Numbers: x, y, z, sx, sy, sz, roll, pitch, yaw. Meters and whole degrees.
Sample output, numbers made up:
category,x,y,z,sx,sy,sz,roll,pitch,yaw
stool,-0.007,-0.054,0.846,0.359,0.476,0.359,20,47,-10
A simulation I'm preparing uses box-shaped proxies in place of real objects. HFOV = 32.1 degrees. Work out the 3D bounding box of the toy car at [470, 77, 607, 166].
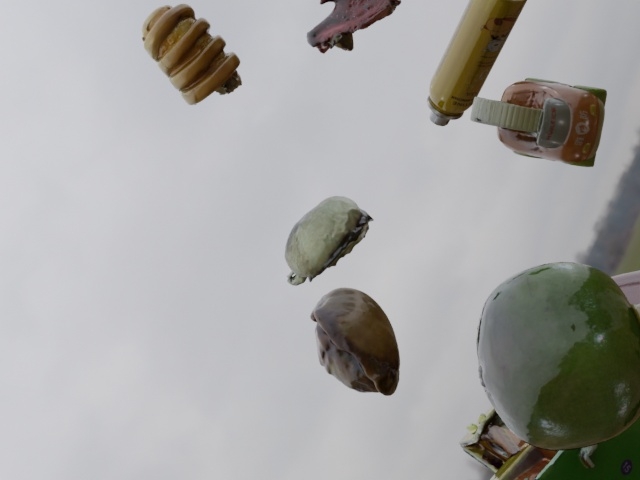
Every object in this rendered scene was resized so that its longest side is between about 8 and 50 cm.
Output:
category,x,y,z,sx,sy,sz,roll,pitch,yaw
toy car,0.379,-0.218,2.000,0.235,0.235,0.145,-22,-59,-70

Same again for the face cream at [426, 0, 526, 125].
category,x,y,z,sx,sy,sz,roll,pitch,yaw
face cream,0.305,-0.376,2.273,0.105,0.105,0.349,-49,-12,-47

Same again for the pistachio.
category,x,y,z,sx,sy,sz,roll,pitch,yaw
pistachio,0.055,0.164,1.740,0.165,0.210,0.130,16,-60,-41

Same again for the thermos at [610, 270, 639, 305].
category,x,y,z,sx,sy,sz,roll,pitch,yaw
thermos,0.558,0.134,2.177,0.176,0.265,0.146,36,-121,-33

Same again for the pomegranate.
category,x,y,z,sx,sy,sz,roll,pitch,yaw
pomegranate,0.260,0.101,1.058,0.187,0.225,0.187,-19,-90,-84

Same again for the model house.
category,x,y,z,sx,sy,sz,roll,pitch,yaw
model house,0.351,0.352,1.616,0.300,0.340,0.323,-44,24,-17

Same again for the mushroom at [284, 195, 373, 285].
category,x,y,z,sx,sy,sz,roll,pitch,yaw
mushroom,-0.001,-0.001,2.462,0.247,0.130,0.344,-40,-3,13

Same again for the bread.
category,x,y,z,sx,sy,sz,roll,pitch,yaw
bread,-0.202,-0.293,1.749,0.084,0.177,0.119,-24,22,49

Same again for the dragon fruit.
category,x,y,z,sx,sy,sz,roll,pitch,yaw
dragon fruit,0.055,-0.385,1.833,0.192,0.092,0.122,-41,-57,-3
